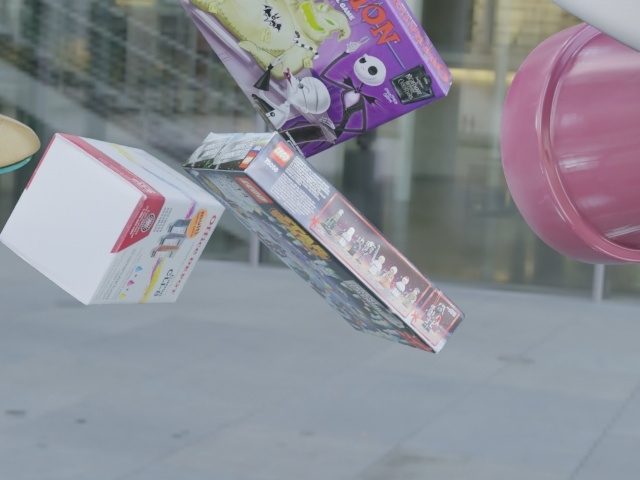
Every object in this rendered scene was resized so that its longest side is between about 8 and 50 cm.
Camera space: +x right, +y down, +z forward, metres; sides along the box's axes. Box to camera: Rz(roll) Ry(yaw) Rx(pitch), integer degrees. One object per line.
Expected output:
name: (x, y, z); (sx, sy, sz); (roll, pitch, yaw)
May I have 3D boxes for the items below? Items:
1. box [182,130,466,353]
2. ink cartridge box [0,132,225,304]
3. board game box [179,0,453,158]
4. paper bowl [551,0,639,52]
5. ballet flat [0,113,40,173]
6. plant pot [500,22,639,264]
box: (0.000, 0.000, 0.654); (0.137, 0.027, 0.094); (43, -14, -20)
ink cartridge box: (-0.208, -0.018, 1.333); (0.127, 0.128, 0.176); (33, 11, 20)
board game box: (-0.037, -0.258, 1.360); (0.208, 0.347, 0.056); (-25, 24, 27)
paper bowl: (0.206, -0.208, 0.800); (0.284, 0.148, 0.284); (25, 23, -11)
ballet flat: (-0.283, -0.067, 0.895); (0.080, 0.073, 0.232); (13, 25, 31)
plant pot: (0.270, -0.083, 0.996); (0.201, 0.201, 0.180); (0, -3, -30)
